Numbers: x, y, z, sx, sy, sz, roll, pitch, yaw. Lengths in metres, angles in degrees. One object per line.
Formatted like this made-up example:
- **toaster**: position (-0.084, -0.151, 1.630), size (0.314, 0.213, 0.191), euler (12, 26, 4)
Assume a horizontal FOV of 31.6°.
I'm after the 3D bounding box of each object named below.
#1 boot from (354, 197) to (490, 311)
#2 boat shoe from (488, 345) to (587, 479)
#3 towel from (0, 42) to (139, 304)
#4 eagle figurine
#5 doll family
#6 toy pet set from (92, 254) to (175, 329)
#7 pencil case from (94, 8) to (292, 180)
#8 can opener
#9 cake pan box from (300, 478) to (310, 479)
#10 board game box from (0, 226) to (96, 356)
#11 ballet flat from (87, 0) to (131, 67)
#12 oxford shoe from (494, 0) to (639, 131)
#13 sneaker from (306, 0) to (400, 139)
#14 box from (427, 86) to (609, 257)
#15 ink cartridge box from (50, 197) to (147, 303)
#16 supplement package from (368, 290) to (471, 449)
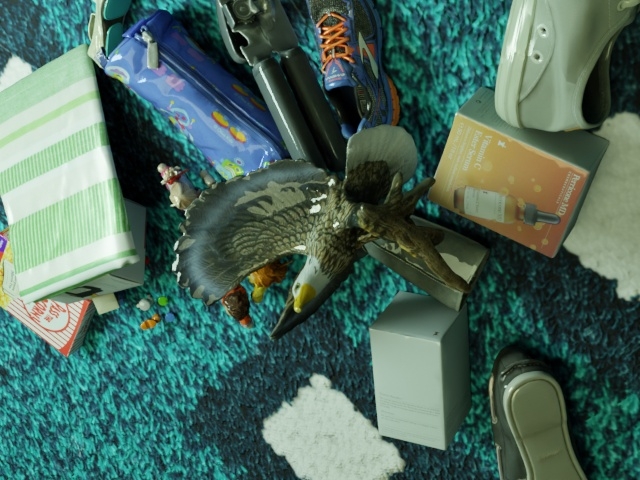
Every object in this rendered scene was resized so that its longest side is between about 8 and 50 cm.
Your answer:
- **boot**: position (0.102, 0.032, 1.517), size (0.208, 0.076, 0.190), euler (28, 130, 5)
- **boat shoe**: position (0.296, 0.292, 1.547), size (0.112, 0.095, 0.335), euler (-14, 118, -3)
- **towel**: position (-0.385, -0.091, 1.662), size (0.248, 0.038, 0.325), euler (-20, 79, 34)
- **eagle figurine**: position (-0.006, 0.006, 1.373), size (0.298, 0.225, 0.226), euler (-14, 97, 46)
- **doll family**: position (-0.119, -0.009, 1.561), size (0.118, 0.163, 0.263), euler (-27, 101, -5)
- **toy pet set**: position (-0.304, 0.080, 1.797), size (0.114, 0.065, 0.122), euler (-19, 113, 0)
- **pencil case**: position (-0.147, -0.176, 1.496), size (0.306, 0.119, 0.133), euler (42, 171, 1)
- **can opener**: position (-0.053, -0.206, 1.440), size (0.283, 0.076, 0.095), euler (65, 161, 1)
- **cake pan box**: position (-0.046, 0.542, 1.897), size (0.245, 0.070, 0.267), euler (-25, 104, 40)
- **board game box**: position (-0.465, 0.083, 1.887), size (0.193, 0.045, 0.147), euler (35, 129, 8)
- **ballet flat**: position (-0.295, -0.312, 1.552), size (0.052, 0.057, 0.168), euler (35, 129, 21)
- **oxford shoe**: position (0.278, -0.300, 1.153), size (0.130, 0.169, 0.449), euler (22, 133, 22)
- **sneaker**: position (0.035, -0.221, 1.388), size (0.083, 0.087, 0.221), euler (-11, 111, 34)
- **box**: position (0.234, -0.083, 1.350), size (0.170, 0.091, 0.130), euler (26, 127, 16)
- **ink cartridge box**: position (-0.352, 0.016, 1.726), size (0.175, 0.072, 0.127), euler (-14, 67, 36)
- **supplement package**: position (0.139, 0.176, 1.547), size (0.105, 0.105, 0.179), euler (10, 122, 27)
